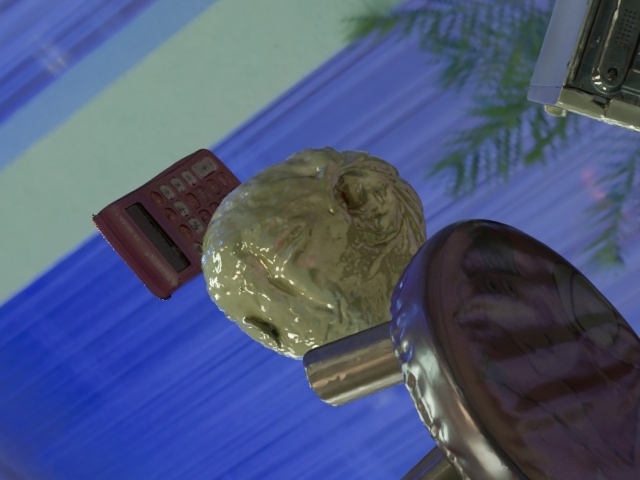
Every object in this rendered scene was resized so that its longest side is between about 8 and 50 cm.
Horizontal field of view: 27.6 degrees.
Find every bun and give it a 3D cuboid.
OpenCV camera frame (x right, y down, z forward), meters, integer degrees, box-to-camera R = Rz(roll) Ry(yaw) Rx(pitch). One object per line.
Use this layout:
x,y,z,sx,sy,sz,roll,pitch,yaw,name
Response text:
0.000,0.000,1.290,0.244,0.153,0.243,9,-133,-9,bun

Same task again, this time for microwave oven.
0.337,-0.175,1.176,0.241,0.194,0.145,16,-170,-5,microwave oven

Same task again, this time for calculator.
-0.156,-0.020,1.485,0.126,0.034,0.190,49,-131,5,calculator

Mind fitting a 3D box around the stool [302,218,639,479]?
0.124,0.136,0.943,0.272,0.178,0.272,31,-145,-25,stool
